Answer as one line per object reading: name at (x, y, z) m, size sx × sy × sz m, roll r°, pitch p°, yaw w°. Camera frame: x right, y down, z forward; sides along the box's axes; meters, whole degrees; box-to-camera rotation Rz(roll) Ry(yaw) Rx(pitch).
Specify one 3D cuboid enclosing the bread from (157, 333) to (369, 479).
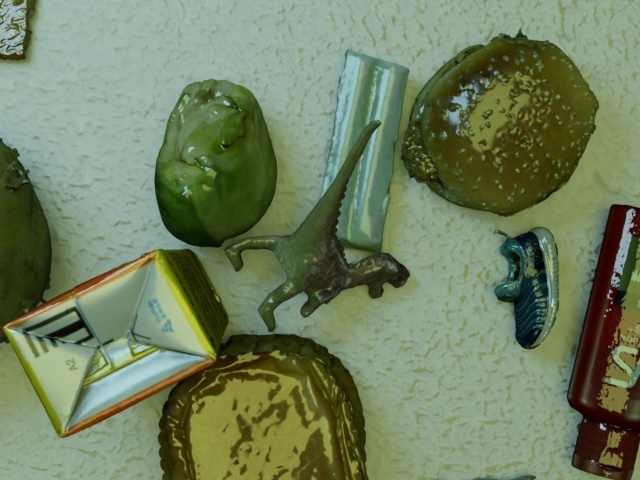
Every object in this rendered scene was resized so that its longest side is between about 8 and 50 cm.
bread at (-0.062, 0.229, 1.100) m, size 0.228 × 0.142 × 0.253 m, roll -6°, pitch 88°, yaw -2°

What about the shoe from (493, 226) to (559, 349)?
shoe at (0.236, 0.055, 1.156) m, size 0.071 × 0.064 × 0.142 m, roll 0°, pitch 87°, yaw -5°

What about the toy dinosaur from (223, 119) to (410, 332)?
toy dinosaur at (-0.001, -0.002, 1.083) m, size 0.200 × 0.072 × 0.251 m, roll -25°, pitch 126°, yaw -2°

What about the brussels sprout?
brussels sprout at (-0.117, -0.078, 1.097) m, size 0.131 × 0.145 × 0.183 m, roll -5°, pitch 50°, yaw 20°

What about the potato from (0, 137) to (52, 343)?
potato at (-0.468, -0.001, 1.033) m, size 0.359 × 0.219 × 0.269 m, roll -4°, pitch 97°, yaw -1°

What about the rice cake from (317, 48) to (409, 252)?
rice cake at (0.047, -0.103, 1.154) m, size 0.085 × 0.040 × 0.226 m, roll 9°, pitch 90°, yaw -2°

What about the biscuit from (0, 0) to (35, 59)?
biscuit at (-0.387, -0.307, 1.133) m, size 0.126 × 0.025 × 0.206 m, roll -1°, pitch 89°, yaw -4°

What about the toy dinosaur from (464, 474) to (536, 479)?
toy dinosaur at (0.197, 0.325, 1.170) m, size 0.220 × 0.032 × 0.108 m, roll 6°, pitch 86°, yaw -13°

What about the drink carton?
drink carton at (-0.181, 0.084, 0.984) m, size 0.155 × 0.351 × 0.111 m, roll -27°, pitch 91°, yaw -3°

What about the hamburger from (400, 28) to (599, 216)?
hamburger at (0.198, -0.123, 1.124) m, size 0.215 × 0.122 × 0.189 m, roll -40°, pitch 95°, yaw -1°

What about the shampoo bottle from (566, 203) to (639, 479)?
shampoo bottle at (0.359, 0.117, 1.157) m, size 0.118 × 0.076 × 0.314 m, roll 14°, pitch 89°, yaw -6°
